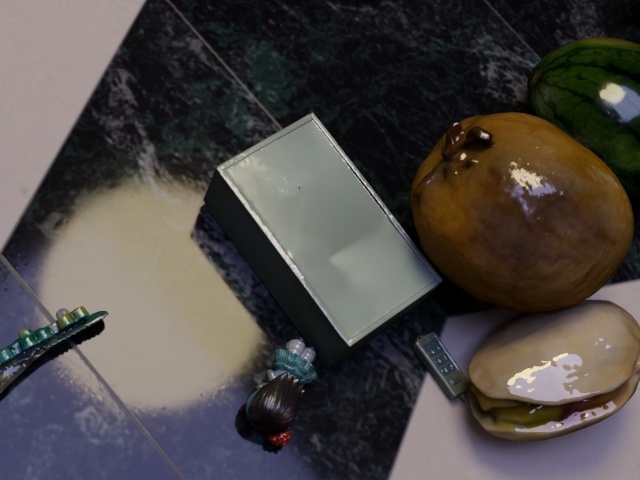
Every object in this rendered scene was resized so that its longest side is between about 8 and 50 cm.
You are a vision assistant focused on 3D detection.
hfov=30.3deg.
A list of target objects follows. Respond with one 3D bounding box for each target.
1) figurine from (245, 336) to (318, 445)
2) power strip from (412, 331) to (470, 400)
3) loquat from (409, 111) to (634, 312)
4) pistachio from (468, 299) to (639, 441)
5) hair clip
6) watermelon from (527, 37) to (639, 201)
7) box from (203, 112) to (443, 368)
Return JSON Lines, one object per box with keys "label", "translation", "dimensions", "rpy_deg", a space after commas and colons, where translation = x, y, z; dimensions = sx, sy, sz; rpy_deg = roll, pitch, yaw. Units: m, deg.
{"label": "figurine", "translation": [-0.035, 0.148, 1.174], "dimensions": [0.060, 0.047, 0.106], "rpy_deg": [52, 49, -30]}
{"label": "power strip", "translation": [0.129, 0.133, 1.239], "dimensions": [0.027, 0.017, 0.083], "rpy_deg": [-30, 76, -23]}
{"label": "loquat", "translation": [0.205, -0.025, 1.212], "dimensions": [0.238, 0.238, 0.193], "rpy_deg": [41, 107, 5]}
{"label": "pistachio", "translation": [0.242, 0.134, 1.221], "dimensions": [0.200, 0.117, 0.145], "rpy_deg": [-23, 39, -12]}
{"label": "hair clip", "translation": [-0.279, 0.105, 1.122], "dimensions": [0.173, 0.049, 0.049], "rpy_deg": [-35, 80, -24]}
{"label": "watermelon", "translation": [0.355, -0.152, 1.350], "dimensions": [0.232, 0.127, 0.204], "rpy_deg": [36, 41, 2]}
{"label": "box", "translation": [0.000, 0.000, 1.223], "dimensions": [0.129, 0.086, 0.225], "rpy_deg": [-32, 79, -26]}
